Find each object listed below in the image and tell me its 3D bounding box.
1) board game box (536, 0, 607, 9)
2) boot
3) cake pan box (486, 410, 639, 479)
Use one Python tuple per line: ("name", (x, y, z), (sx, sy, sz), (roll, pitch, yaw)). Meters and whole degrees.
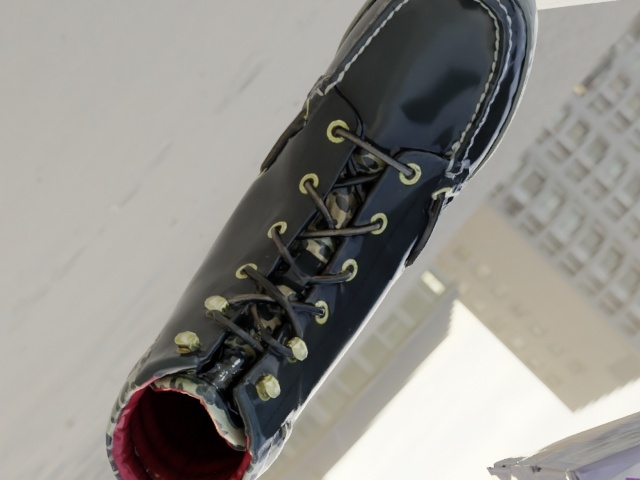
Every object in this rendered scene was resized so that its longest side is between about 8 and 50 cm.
("board game box", (0.141, -0.291, 1.168), (0.303, 0.098, 0.224), (11, 173, -43))
("boot", (0.001, 0.002, 0.558), (0.236, 0.085, 0.178), (-56, -179, 41))
("cake pan box", (0.228, 0.105, 0.688), (0.245, 0.070, 0.267), (-20, 172, -6))
